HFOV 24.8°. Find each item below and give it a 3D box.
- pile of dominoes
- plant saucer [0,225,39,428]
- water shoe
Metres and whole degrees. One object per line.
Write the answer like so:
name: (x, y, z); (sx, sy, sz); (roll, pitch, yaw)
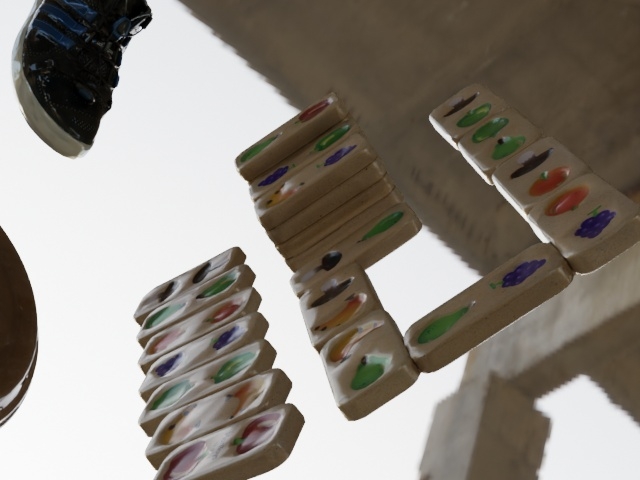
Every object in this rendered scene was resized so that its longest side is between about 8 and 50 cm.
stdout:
pile of dominoes: (0.000, 0.000, 0.574); (0.196, 0.251, 0.040); (-33, -73, 3)
plant saucer: (-0.340, 0.040, 1.218); (0.041, 0.278, 0.278); (-31, -67, 30)
water shoe: (-0.161, -0.148, 1.008); (0.080, 0.203, 0.073); (-28, -45, 28)
